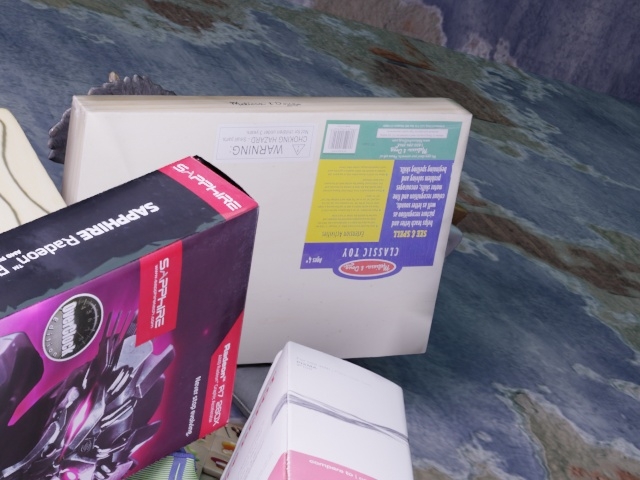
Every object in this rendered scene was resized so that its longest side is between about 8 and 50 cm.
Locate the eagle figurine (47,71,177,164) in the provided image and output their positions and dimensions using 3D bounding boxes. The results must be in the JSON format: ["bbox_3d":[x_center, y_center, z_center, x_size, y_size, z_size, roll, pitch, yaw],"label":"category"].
[{"bbox_3d":[-0.204,-0.065,2.212,0.226,0.225,0.298,32,6,-4],"label":"eagle figurine"}]

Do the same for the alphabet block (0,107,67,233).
[{"bbox_3d":[-0.342,0.014,1.691,0.192,0.193,0.197,-1,54,-55],"label":"alphabet block"}]

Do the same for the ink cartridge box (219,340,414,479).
[{"bbox_3d":[-0.016,0.234,1.530,0.117,0.207,0.283,22,18,-7],"label":"ink cartridge box"}]

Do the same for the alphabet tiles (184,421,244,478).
[{"bbox_3d":[-0.178,0.166,1.852,0.237,0.009,0.198,23,17,-2],"label":"alphabet tiles"}]

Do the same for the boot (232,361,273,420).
[{"bbox_3d":[-0.027,0.151,1.956,0.189,0.076,0.208,-13,28,-42],"label":"boot"}]

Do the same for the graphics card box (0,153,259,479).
[{"bbox_3d":[-0.215,0.101,1.447,0.371,0.233,0.094,-24,47,-39],"label":"graphics card box"}]

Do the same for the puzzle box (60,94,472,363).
[{"bbox_3d":[-0.059,-0.007,1.886,0.409,0.272,0.052,-1,24,-26],"label":"puzzle box"}]

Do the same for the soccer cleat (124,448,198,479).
[{"bbox_3d":[-0.176,0.150,1.697,0.093,0.121,0.289,8,27,-31],"label":"soccer cleat"}]

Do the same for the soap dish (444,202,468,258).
[{"bbox_3d":[0.000,0.000,2.105,0.291,0.229,0.118,16,36,-56],"label":"soap dish"}]
